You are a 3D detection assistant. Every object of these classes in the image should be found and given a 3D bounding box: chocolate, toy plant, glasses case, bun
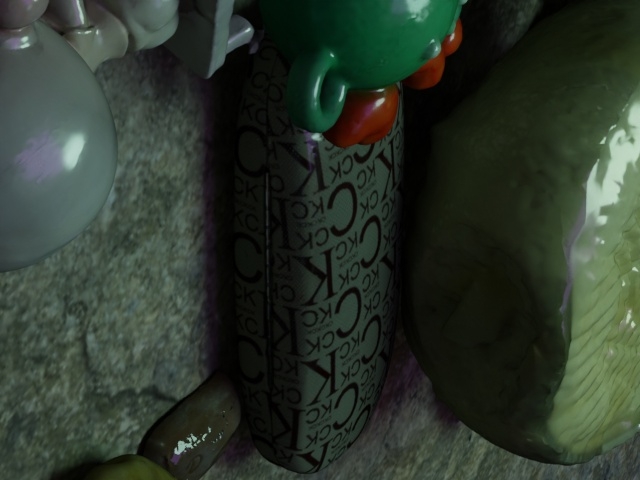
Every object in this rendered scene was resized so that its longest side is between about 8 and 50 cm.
[{"bbox_3d":[-0.082,0.140,1.290,0.101,0.031,0.064,-41,144,-44],"label":"chocolate"},{"bbox_3d":[0.052,-0.249,1.114,0.279,0.185,0.400,141,-30,-79],"label":"toy plant"},{"bbox_3d":[0.000,0.000,1.289,0.137,0.085,0.354,-38,136,-48],"label":"glasses case"},{"bbox_3d":[0.184,-0.020,1.416,0.364,0.202,0.364,-37,140,-38],"label":"bun"}]

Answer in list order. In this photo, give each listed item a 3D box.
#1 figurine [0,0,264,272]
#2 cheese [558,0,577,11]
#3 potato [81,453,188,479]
[{"bbox_3d":[-0.139,-0.074,0.974,0.144,0.182,0.256,43,70,-13],"label":"figurine"},{"bbox_3d":[0.247,-0.083,1.626,0.233,0.127,0.266,1,103,-57],"label":"cheese"},{"bbox_3d":[-0.118,0.188,1.213,0.138,0.070,0.091,41,64,-51],"label":"potato"}]
